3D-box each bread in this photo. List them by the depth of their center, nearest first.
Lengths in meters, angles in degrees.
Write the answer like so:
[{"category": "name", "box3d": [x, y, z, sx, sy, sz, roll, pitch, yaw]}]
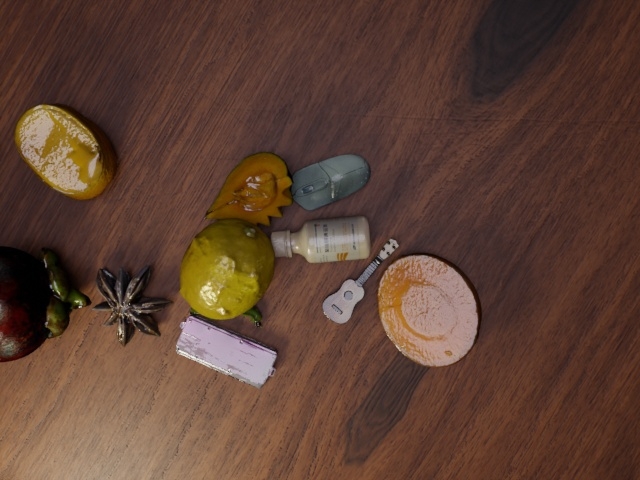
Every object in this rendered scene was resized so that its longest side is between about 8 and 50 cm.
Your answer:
[{"category": "bread", "box3d": [-0.647, -0.228, 1.746, 0.195, 0.142, 0.269, -43, 93, 0]}]

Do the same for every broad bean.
[{"category": "broad bean", "box3d": [-0.245, 0.184, 1.807, 0.195, 0.046, 0.061, 12, 90, -1]}]

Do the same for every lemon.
[{"category": "lemon", "box3d": [-0.232, 0.072, 1.704, 0.233, 0.233, 0.288, 39, 118, -1]}]

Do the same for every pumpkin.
[{"category": "pumpkin", "box3d": [-0.164, -0.124, 1.776, 0.254, 0.149, 0.130, -27, 135, 19]}]

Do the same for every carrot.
[{"category": "carrot", "box3d": [0.282, 0.173, 1.780, 0.258, 0.100, 0.307, -33, 84, 4]}]

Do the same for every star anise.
[{"category": "star anise", "box3d": [-0.500, 0.161, 1.792, 0.236, 0.093, 0.229, 36, 99, 2]}]

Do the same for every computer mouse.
[{"category": "computer mouse", "box3d": [0.020, -0.154, 1.773, 0.229, 0.068, 0.113, -22, 91, 2]}]

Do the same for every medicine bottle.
[{"category": "medicine bottle", "box3d": [0.000, 0.000, 1.759, 0.252, 0.114, 0.114, -4, 93, 2]}]

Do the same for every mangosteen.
[{"category": "mangosteen", "box3d": [-0.776, 0.156, 1.705, 0.311, 0.311, 0.311, 0, 93, 1]}]

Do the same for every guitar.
[{"category": "guitar", "box3d": [0.109, 0.100, 1.797, 0.084, 0.038, 0.271, 40, 95, -2]}]

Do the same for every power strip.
[{"category": "power strip", "box3d": [-0.248, 0.294, 1.815, 0.279, 0.037, 0.109, 23, 93, 0]}]
